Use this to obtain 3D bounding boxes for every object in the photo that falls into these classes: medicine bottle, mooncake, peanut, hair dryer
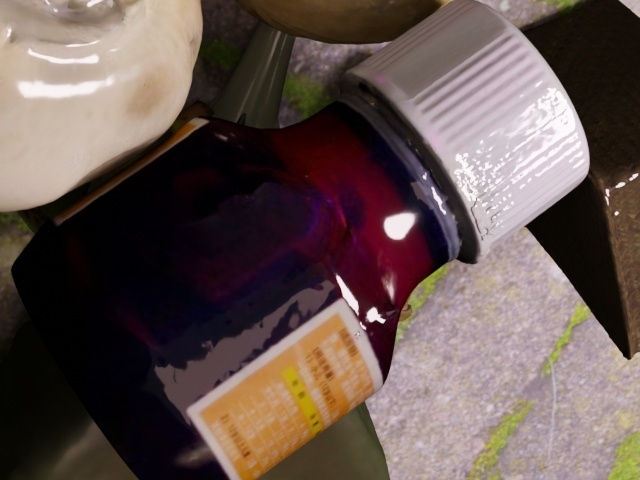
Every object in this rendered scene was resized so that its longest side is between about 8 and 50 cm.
[{"bbox_3d":[0.000,0.000,1.201,0.395,0.242,0.242,-32,124,-6],"label":"medicine bottle"},{"bbox_3d":[-0.124,0.198,1.451,0.356,0.194,0.356,-8,116,-15],"label":"mooncake"},{"bbox_3d":[0.067,-0.239,1.291,0.291,0.159,0.143,-26,162,-4],"label":"peanut"},{"bbox_3d":[-0.001,-0.099,1.375,0.199,0.067,0.167,8,104,2],"label":"hair dryer"}]

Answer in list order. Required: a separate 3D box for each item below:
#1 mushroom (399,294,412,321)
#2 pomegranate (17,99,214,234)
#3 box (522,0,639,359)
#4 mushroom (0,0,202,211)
[{"bbox_3d":[0.080,-0.040,1.446,0.108,0.096,0.247,-11,129,-44],"label":"mushroom"},{"bbox_3d":[-0.173,-0.077,1.321,0.169,0.122,0.143,-37,154,-23],"label":"pomegranate"},{"bbox_3d":[0.247,-0.061,1.383,0.143,0.273,0.184,-22,124,-6],"label":"box"},{"bbox_3d":[-0.228,-0.192,1.085,0.325,0.353,0.353,-6,120,-16],"label":"mushroom"}]
